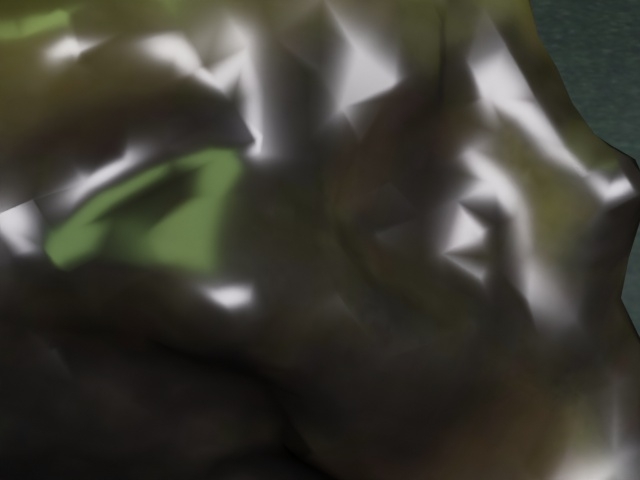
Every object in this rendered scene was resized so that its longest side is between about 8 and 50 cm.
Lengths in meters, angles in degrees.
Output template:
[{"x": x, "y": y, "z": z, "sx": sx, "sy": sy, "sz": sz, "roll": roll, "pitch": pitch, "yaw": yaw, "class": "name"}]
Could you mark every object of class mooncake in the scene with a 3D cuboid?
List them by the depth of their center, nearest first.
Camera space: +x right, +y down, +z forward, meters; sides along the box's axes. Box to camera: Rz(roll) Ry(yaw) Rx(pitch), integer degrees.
[{"x": -0.018, "y": 0.111, "z": 0.478, "sx": 0.246, "sy": 0.394, "sz": 0.393, "roll": -21, "pitch": 42, "yaw": -25, "class": "mooncake"}]
